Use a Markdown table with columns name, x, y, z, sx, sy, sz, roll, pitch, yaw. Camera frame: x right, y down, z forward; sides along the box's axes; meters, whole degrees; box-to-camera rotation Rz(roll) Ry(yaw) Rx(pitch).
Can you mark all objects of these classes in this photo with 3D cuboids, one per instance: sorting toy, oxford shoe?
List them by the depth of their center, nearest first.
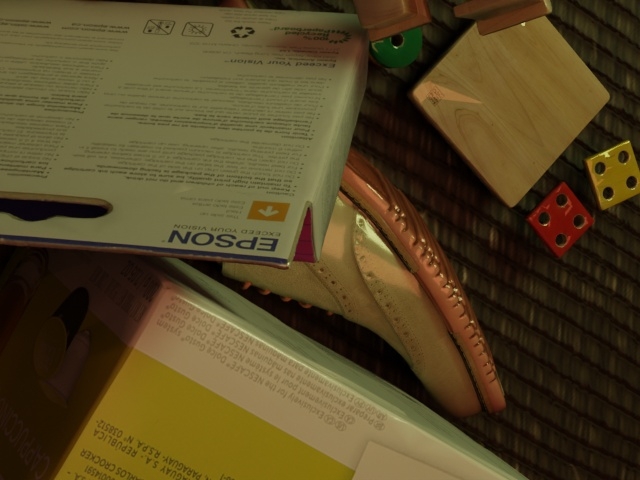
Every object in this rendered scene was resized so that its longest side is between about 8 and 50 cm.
| name | x | y | z | sx | sy | sz | roll | pitch | yaw |
| --- | --- | --- | --- | --- | --- | --- | --- | --- | --- |
| oxford shoe | 0.000 | 0.000 | 1.451 | 0.146 | 0.140 | 0.397 | -36 | 104 | 5 |
| sorting toy | 0.155 | -0.113 | 1.533 | 0.132 | 0.046 | 0.274 | -48 | 109 | -13 |

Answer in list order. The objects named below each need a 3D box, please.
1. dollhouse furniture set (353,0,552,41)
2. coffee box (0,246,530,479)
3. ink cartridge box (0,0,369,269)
| name | x | y | z | sx | sy | sz | roll | pitch | yaw |
| --- | --- | --- | --- | --- | --- | --- | --- | --- | --- |
| dollhouse furniture set | -0.024 | -0.253 | 1.336 | 0.174 | 0.355 | 0.303 | -9 | 83 | -64 |
| coffee box | -0.097 | 0.213 | 1.281 | 0.338 | 0.337 | 0.334 | 31 | 89 | -22 |
| ink cartridge box | -0.148 | -0.059 | 1.206 | 0.324 | 0.330 | 0.071 | 5 | 124 | 8 |
